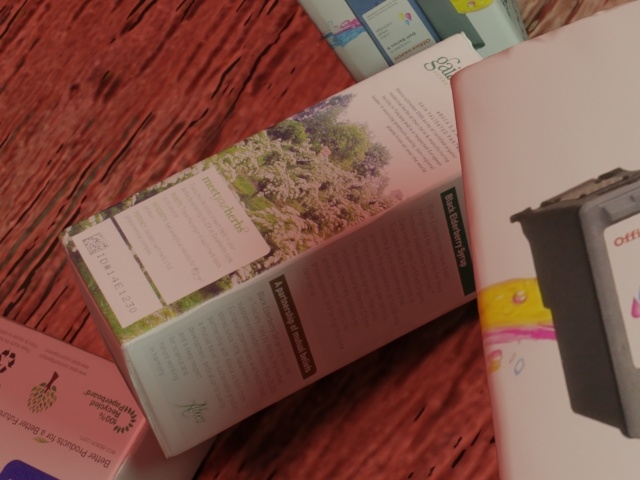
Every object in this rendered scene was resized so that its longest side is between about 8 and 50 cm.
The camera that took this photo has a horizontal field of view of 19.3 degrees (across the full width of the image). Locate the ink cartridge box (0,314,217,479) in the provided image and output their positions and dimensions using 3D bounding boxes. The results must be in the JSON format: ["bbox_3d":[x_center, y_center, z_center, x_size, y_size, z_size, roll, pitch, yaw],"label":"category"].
[{"bbox_3d":[-0.206,0.204,0.991,0.165,0.065,0.332,19,69,39],"label":"ink cartridge box"}]

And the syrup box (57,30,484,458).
[{"bbox_3d":[0.000,0.000,0.945,0.237,0.096,0.093,-27,46,-10],"label":"syrup box"}]

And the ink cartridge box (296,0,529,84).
[{"bbox_3d":[0.029,-0.175,1.011,0.093,0.212,0.154,-22,48,13],"label":"ink cartridge box"}]

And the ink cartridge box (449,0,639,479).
[{"bbox_3d":[0.159,0.088,0.730,0.131,0.226,0.306,-20,49,18],"label":"ink cartridge box"}]
